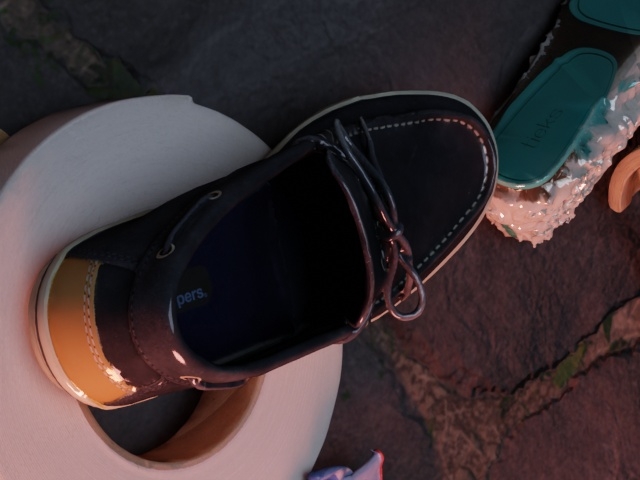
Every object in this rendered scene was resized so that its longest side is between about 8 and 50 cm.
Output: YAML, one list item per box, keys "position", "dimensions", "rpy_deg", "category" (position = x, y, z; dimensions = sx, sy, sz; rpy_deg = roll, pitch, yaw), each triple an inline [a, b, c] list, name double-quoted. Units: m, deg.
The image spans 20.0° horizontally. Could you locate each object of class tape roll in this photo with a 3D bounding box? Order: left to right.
- position: [-0.140, 0.077, 1.456]
  dimensions: [0.392, 0.072, 0.392]
  rpy_deg: [1, 88, -43]
  category: "tape roll"

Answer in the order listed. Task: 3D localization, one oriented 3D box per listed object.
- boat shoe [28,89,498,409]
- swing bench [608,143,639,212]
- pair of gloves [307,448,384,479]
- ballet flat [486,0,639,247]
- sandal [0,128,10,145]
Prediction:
- position: [0.000, 0.000, 1.440]
  dimensions: [0.500, 0.156, 0.186]
  rpy_deg: [-24, 103, -44]
  category: "boat shoe"
- position: [0.432, -0.060, 1.792]
  dimensions: [0.253, 0.165, 0.254]
  rpy_deg: [-38, 113, -26]
  category: "swing bench"
- position: [0.010, 0.272, 1.578]
  dimensions: [0.159, 0.023, 0.198]
  rpy_deg: [-32, 134, -47]
  category: "pair of gloves"
- position: [0.277, -0.160, 1.737]
  dimensions: [0.409, 0.147, 0.147]
  rpy_deg: [-49, 115, -17]
  category: "ballet flat"
- position: [-0.334, -0.072, 1.368]
  dimensions: [0.240, 0.079, 0.088]
  rpy_deg: [3, 90, -32]
  category: "sandal"
